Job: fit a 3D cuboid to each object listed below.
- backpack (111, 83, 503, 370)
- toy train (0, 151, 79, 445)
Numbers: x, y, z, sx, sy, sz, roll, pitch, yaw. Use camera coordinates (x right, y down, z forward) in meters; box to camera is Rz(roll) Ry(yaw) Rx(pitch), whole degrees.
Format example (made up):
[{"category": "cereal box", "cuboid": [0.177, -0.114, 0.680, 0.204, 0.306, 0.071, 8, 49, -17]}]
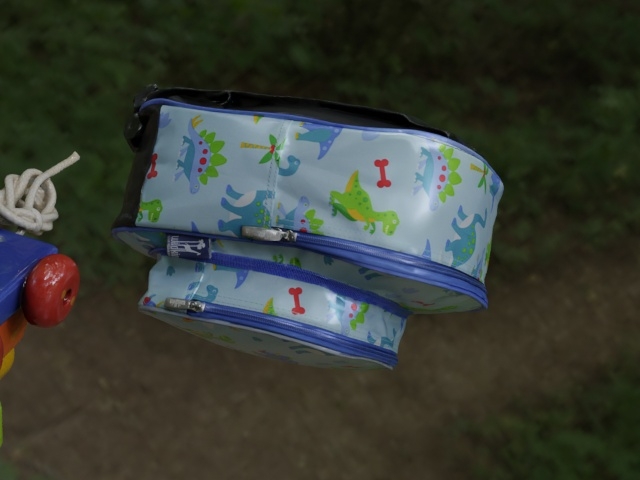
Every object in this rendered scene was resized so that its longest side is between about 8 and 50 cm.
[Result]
[{"category": "backpack", "cuboid": [0.000, 0.000, 0.524, 0.105, 0.114, 0.084, 26, 70, -67]}, {"category": "toy train", "cuboid": [-0.193, 0.058, 0.887, 0.105, 0.143, 0.248, 17, 28, 11]}]
